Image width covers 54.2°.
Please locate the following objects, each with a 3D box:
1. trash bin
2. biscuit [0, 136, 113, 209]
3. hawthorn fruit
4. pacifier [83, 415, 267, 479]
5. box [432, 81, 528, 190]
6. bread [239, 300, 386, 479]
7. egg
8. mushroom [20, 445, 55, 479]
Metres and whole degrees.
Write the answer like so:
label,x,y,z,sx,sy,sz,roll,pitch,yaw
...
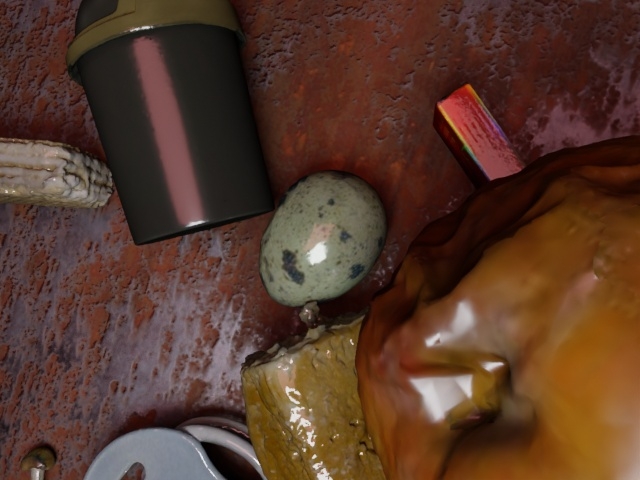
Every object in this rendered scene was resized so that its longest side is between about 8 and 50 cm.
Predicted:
label,x,y,z,sx,sy,sz,roll,pitch,yaw
trash bin,-0.183,-0.173,0.759,0.214,0.214,0.333,-13,93,7
biscuit,-0.502,-0.098,0.830,0.427,0.144,0.078,4,86,7
hawthorn fruit,0.253,0.115,0.509,0.472,0.472,0.471,0,87,8
pacifier,-0.163,0.350,0.709,0.300,0.233,0.244,35,101,7
box,0.201,-0.093,0.749,0.048,0.112,0.175,-34,82,5
bread,0.018,0.190,0.719,0.196,0.176,0.246,-21,90,-31
egg,0.000,0.000,0.754,0.141,0.141,0.181,35,83,8
mushroom,-0.417,0.426,0.843,0.068,0.043,0.306,21,91,26
